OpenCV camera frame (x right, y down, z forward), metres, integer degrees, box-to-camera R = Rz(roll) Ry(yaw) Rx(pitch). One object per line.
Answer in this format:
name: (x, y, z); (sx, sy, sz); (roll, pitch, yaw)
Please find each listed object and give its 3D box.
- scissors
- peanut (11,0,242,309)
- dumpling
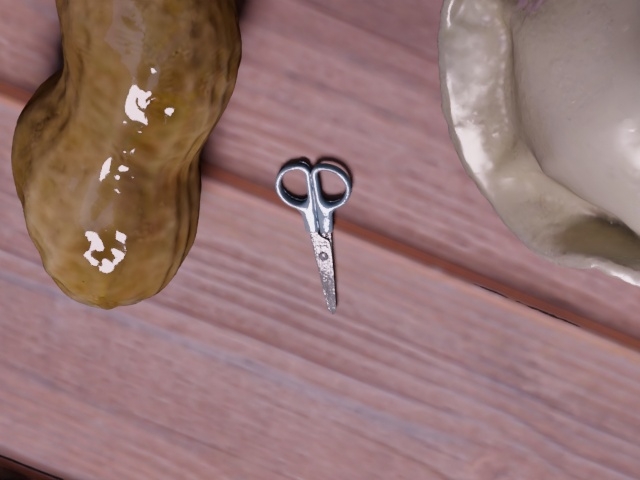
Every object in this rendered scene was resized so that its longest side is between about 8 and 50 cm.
scissors: (0.000, 0.000, 0.688); (0.036, 0.006, 0.083); (1, 122, 14)
peanut: (-0.084, -0.057, 0.629); (0.089, 0.089, 0.192); (18, 120, 0)
dumpling: (0.113, -0.044, 0.580); (0.134, 0.100, 0.169); (-32, 110, 31)
